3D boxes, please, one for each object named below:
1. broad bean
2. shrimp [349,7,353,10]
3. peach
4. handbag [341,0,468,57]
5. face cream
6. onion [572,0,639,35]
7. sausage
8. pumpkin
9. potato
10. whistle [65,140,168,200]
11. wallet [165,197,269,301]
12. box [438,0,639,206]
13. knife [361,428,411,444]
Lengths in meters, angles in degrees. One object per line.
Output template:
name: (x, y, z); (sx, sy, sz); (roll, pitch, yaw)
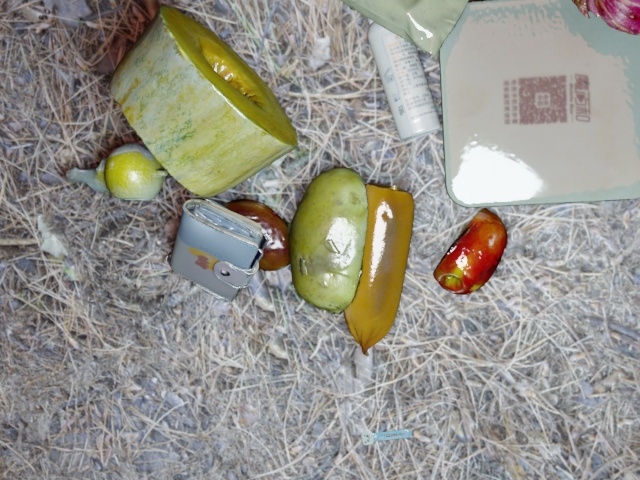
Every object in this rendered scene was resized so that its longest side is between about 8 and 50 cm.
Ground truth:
broad bean: (-0.120, -0.010, 1.673); (0.165, 0.084, 0.114); (47, 119, -4)
shrimp: (-0.017, -0.503, 1.643); (0.152, 0.046, 0.219); (-30, 85, 8)
peach: (0.281, 0.026, 1.609); (0.092, 0.127, 0.172); (40, 73, 12)
handbag: (0.130, -0.488, 1.549); (0.316, 0.109, 0.253); (32, 71, 14)
face cream: (0.143, -0.318, 1.614); (0.082, 0.082, 0.269); (-18, 89, 9)
onion: (0.522, -0.458, 1.384); (0.272, 0.230, 0.256); (-33, 123, 6)
sausage: (0.100, 0.058, 1.632); (0.112, 0.112, 0.328); (10, 97, 8)
pumpkin: (-0.214, -0.224, 1.558); (0.332, 0.332, 0.199); (46, 103, 4)
potato: (0.000, 0.000, 1.599); (0.111, 0.160, 0.271); (7, 98, -23)
whistle: (-0.387, -0.133, 1.695); (0.223, 0.123, 0.122); (2, 94, 24)
wallet: (-0.190, 0.018, 1.634); (0.170, 0.231, 0.069); (29, 57, -1)
box: (0.401, -0.246, 1.577); (0.373, 0.090, 0.367); (-2, 94, 8)
knife: (0.125, 0.372, 1.692); (0.096, 0.010, 0.027); (-9, 92, 9)
